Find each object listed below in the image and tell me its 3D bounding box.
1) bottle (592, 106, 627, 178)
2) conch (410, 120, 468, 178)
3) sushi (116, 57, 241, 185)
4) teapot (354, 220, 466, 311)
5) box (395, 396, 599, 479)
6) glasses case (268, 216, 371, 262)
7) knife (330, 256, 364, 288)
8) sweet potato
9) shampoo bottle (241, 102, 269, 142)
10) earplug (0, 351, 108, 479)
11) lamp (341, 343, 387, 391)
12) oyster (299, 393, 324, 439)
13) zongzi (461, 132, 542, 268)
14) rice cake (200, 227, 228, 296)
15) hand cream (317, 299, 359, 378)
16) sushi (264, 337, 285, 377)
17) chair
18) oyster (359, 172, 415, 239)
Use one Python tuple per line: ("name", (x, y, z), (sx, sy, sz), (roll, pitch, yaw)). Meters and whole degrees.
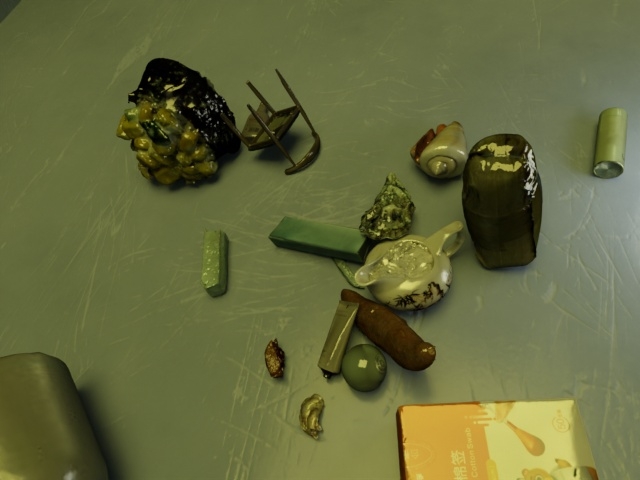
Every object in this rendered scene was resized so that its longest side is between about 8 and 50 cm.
("bottle", (0.785, -0.265, 1.284), (0.072, 0.072, 0.201), (12, 62, 20))
("conch", (0.358, -0.251, 1.361), (0.158, 0.127, 0.255), (-10, 27, 41))
("sushi", (-0.463, -0.351, 1.472), (0.328, 0.328, 0.285), (23, 60, 20))
("teapot", (0.225, 0.057, 1.152), (0.300, 0.165, 0.208), (-35, 41, -9))
("box", (0.321, 0.431, 0.904), (0.342, 0.143, 0.224), (-6, 57, 10))
("glasses case", (0.000, 0.000, 1.293), (0.266, 0.056, 0.105), (11, 41, 25))
("knife", (0.050, 0.057, 1.276), (0.028, 0.015, 0.210), (-29, 57, -12))
("sweet potato", (0.156, 0.206, 1.091), (0.092, 0.114, 0.341), (-41, 32, -10))
("shampoo bottle", (-0.213, -0.402, 1.612), (0.080, 0.040, 0.165), (4, 59, 16))
("earplug", (-0.624, 0.479, 0.979), (0.313, 0.312, 0.394), (-37, 58, -11))
("lamp", (0.098, 0.285, 1.066), (0.105, 0.105, 0.105), (-6, 57, 9))
("oyster", (-0.015, 0.398, 1.072), (0.081, 0.038, 0.083), (41, 48, 20))
("zongzi", (0.442, -0.179, 1.140), (0.174, 0.356, 0.392), (3, 56, 26))
("rice cake", (-0.293, 0.058, 1.323), (0.064, 0.069, 0.206), (-11, 54, 8))
("hand cream", (0.041, 0.233, 1.120), (0.087, 0.054, 0.185), (-3, 66, 61))
("sushi", (-0.107, 0.286, 1.143), (0.047, 0.050, 0.099), (-23, 62, 5))
("chair", (-0.142, -0.353, 1.471), (0.167, 0.272, 0.188), (2, 53, 48))
("oyster", (0.190, -0.080, 1.263), (0.252, 0.087, 0.199), (-39, 33, -26))
